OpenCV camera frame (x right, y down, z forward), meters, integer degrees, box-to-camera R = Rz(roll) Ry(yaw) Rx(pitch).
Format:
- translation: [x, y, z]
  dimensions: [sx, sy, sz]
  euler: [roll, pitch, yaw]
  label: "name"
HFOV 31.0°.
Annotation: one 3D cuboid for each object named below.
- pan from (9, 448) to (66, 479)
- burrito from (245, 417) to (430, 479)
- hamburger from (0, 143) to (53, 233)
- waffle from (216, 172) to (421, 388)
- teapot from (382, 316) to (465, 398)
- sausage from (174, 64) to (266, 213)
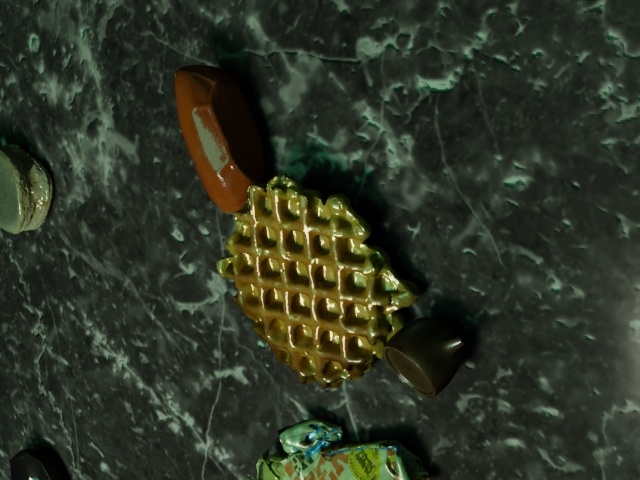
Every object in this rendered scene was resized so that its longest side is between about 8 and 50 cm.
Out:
- translation: [-0.441, 0.435, 1.902]
  dimensions: [0.128, 0.048, 0.202]
  euler: [-40, 75, 47]
  label: "pan"
- translation: [0.010, 0.262, 1.378]
  dimensions: [0.288, 0.054, 0.104]
  euler: [-17, 93, 47]
  label: "burrito"
- translation: [-0.457, -0.076, 1.716]
  dimensions: [0.140, 0.062, 0.133]
  euler: [27, 119, 39]
  label: "hamburger"
- translation: [-0.010, 0.045, 1.301]
  dimensions: [0.238, 0.058, 0.243]
  euler: [46, 131, 11]
  label: "waffle"
- translation: [0.112, 0.116, 1.217]
  dimensions: [0.076, 0.068, 0.121]
  euler: [50, 160, -9]
  label: "teapot"
- translation: [-0.114, -0.121, 1.337]
  dimensions: [0.089, 0.089, 0.179]
  euler: [-9, 104, 47]
  label: "sausage"
